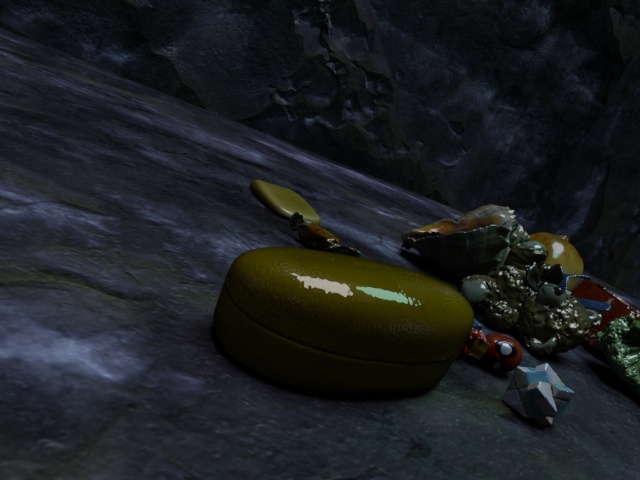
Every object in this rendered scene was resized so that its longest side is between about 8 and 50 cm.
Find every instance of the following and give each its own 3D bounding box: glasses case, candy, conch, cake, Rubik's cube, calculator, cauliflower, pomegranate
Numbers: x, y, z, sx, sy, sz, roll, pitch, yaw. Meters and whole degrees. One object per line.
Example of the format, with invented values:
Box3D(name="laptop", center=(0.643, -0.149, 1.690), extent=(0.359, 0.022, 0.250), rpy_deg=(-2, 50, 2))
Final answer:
Box3D(name="glasses case", center=(0.059, 0.095, 0.615), extent=(0.372, 0.141, 0.173), rpy_deg=(13, 20, -37))
Box3D(name="candy", center=(0.000, 0.000, 1.027), extent=(0.182, 0.053, 0.046), rpy_deg=(31, 29, 22))
Box3D(name="conch", center=(0.417, 0.024, 1.339), extent=(0.353, 0.209, 0.297), rpy_deg=(-19, -3, 3))
Box3D(name="cake", center=(0.785, 0.231, 1.291), extent=(0.177, 0.150, 0.283), rpy_deg=(35, 11, -16))
Box3D(name="Rubik's cube", center=(0.322, 0.226, 0.701), extent=(0.075, 0.084, 0.073), rpy_deg=(-2, 21, -25))
Box3D(name="calculator", center=(-0.090, -0.102, 1.272), extent=(0.157, 0.033, 0.236), rpy_deg=(14, 20, -37))
Box3D(name="cauliflower", center=(0.760, 0.230, 1.022), extent=(0.276, 0.250, 0.272), rpy_deg=(-3, 28, -16))
Box3D(name="pomegranate", center=(0.764, 0.084, 1.632), extent=(0.233, 0.233, 0.233), rpy_deg=(23, 15, -6))

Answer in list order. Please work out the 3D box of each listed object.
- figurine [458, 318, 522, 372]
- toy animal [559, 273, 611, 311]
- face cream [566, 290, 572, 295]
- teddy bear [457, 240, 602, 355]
Box3D(name="figurine", center=(0.282, 0.182, 0.823), extent=(0.140, 0.068, 0.075), rpy_deg=(27, 10, -15))
Box3D(name="toy animal", center=(0.570, 0.159, 1.201), extent=(0.176, 0.255, 0.239), rpy_deg=(46, 54, -9))
Box3D(name="face cream", center=(0.852, 0.240, 1.484), extent=(0.269, 0.081, 0.082), rpy_deg=(27, 15, 6))
Box3D(name="teddy bear", center=(0.474, 0.145, 1.077), extent=(0.267, 0.156, 0.256), rpy_deg=(-27, 38, -18))
